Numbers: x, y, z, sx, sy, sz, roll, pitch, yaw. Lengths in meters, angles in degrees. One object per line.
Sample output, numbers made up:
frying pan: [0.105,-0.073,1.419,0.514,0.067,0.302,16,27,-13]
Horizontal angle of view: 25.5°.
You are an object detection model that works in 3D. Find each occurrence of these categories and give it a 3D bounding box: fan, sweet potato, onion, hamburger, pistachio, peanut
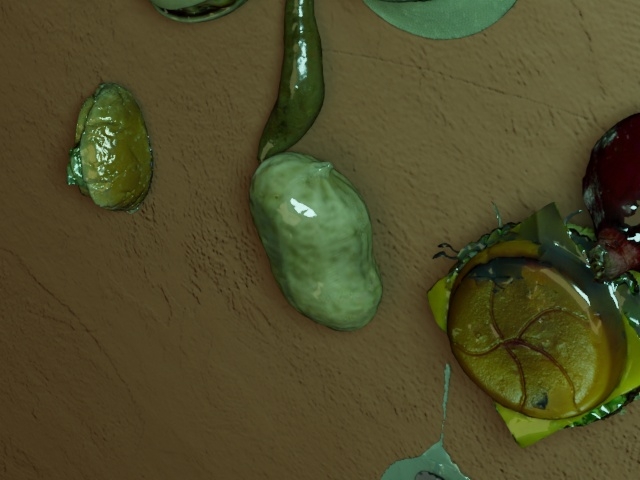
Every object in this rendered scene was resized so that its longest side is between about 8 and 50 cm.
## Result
fan: [0.144,0.283,1.714,0.182,0.010,0.310,16,120,30]
sweet potato: [-0.022,-0.192,1.583,0.069,0.059,0.250,30,122,36]
onion: [0.307,-0.025,1.343,0.173,0.198,0.135,56,161,-4]
hamburger: [0.238,0.076,1.463,0.243,0.138,0.262,-34,90,41]
pistachio: [-0.144,-0.300,1.595,0.149,0.113,0.113,6,115,17]
peanut: [0.000,0.000,1.613,0.129,0.129,0.224,-5,116,37]
hamburger: [-0.266,-0.101,1.771,0.087,0.102,0.176,8,116,19]

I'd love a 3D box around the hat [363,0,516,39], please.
hat: [0.081,-0.310,1.403,0.257,0.130,0.257,16,120,29]
